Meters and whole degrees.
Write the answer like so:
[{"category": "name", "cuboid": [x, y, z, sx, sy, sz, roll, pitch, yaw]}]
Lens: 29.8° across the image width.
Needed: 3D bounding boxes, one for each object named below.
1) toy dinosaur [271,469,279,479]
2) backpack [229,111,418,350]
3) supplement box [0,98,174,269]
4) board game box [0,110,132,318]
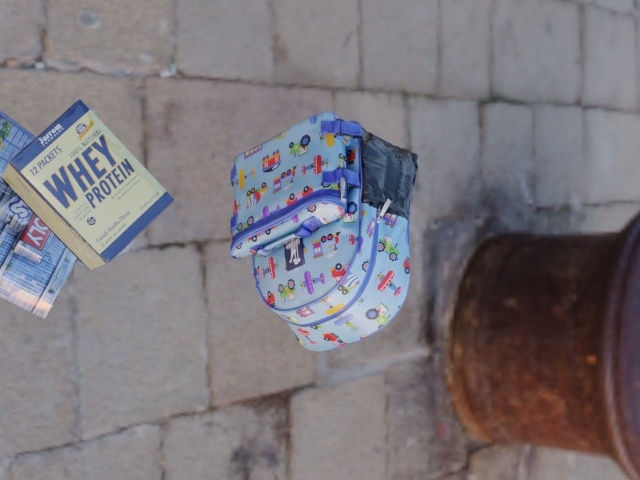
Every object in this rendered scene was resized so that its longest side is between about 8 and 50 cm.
[{"category": "toy dinosaur", "cuboid": [-0.057, 0.315, 1.127, 0.211, 0.064, 0.112, -39, 98, -46]}, {"category": "backpack", "cuboid": [0.000, 0.000, 1.032, 0.117, 0.158, 0.173, 26, 55, -42]}, {"category": "supplement box", "cuboid": [-0.144, -0.032, 0.734, 0.056, 0.083, 0.083, -46, 99, -16]}, {"category": "board game box", "cuboid": [-0.286, -0.020, 1.231, 0.194, 0.060, 0.194, 27, 37, -12]}]
